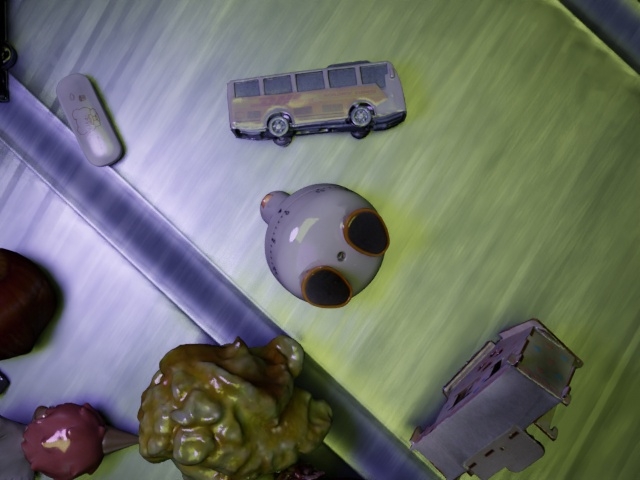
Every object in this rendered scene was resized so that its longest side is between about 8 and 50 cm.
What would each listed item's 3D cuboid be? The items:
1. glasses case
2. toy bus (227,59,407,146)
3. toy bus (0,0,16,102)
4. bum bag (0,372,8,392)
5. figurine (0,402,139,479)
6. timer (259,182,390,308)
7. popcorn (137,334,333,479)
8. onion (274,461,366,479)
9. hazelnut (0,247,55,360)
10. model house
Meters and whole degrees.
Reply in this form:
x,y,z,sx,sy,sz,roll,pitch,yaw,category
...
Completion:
x,y,z,sx,sy,sz,roll,pitch,yaw,category
-0.460,-0.239,1.525,0.074,0.049,0.193,-25,88,1,glasses case
-0.008,-0.265,1.501,0.342,0.097,0.138,-8,83,2,toy bus
-0.706,-0.424,1.484,0.179,0.143,0.305,-1,90,3,toy bus
-0.713,0.244,1.528,0.087,0.049,0.197,-42,89,-24,bum bag
-0.526,0.382,1.478,0.387,0.166,0.207,-9,123,-2,figurine
0.000,0.000,1.471,0.233,0.240,0.233,-8,111,-22,timer
-0.172,0.322,1.409,0.279,0.335,0.274,-18,72,38,popcorn
-0.005,0.527,1.392,0.347,0.347,0.285,-27,64,0,onion
-0.627,0.136,1.460,0.229,0.229,0.229,0,90,1,hazelnut
0.347,0.295,1.444,0.169,0.244,0.326,41,124,2,model house
